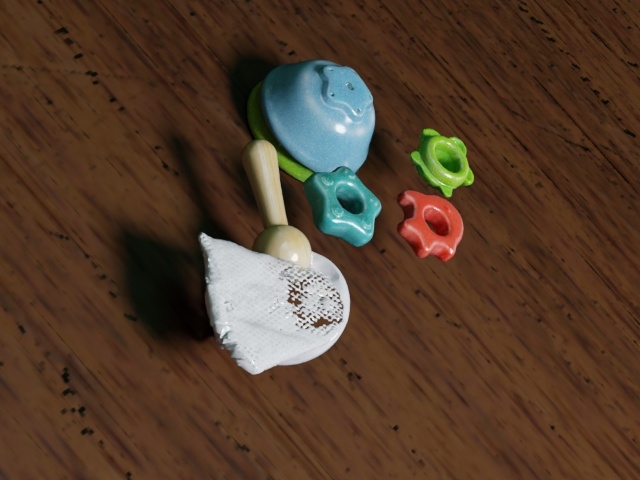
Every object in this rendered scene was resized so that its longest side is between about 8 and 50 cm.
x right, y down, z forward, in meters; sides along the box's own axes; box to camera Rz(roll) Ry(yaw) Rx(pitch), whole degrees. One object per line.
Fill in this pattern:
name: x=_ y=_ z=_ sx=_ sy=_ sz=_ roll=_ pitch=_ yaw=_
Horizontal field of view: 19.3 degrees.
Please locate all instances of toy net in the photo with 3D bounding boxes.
toy net: x=0.000 y=0.000 z=0.903 sx=0.122 sy=0.045 sz=0.232 roll=39 pitch=40 yaw=-13
